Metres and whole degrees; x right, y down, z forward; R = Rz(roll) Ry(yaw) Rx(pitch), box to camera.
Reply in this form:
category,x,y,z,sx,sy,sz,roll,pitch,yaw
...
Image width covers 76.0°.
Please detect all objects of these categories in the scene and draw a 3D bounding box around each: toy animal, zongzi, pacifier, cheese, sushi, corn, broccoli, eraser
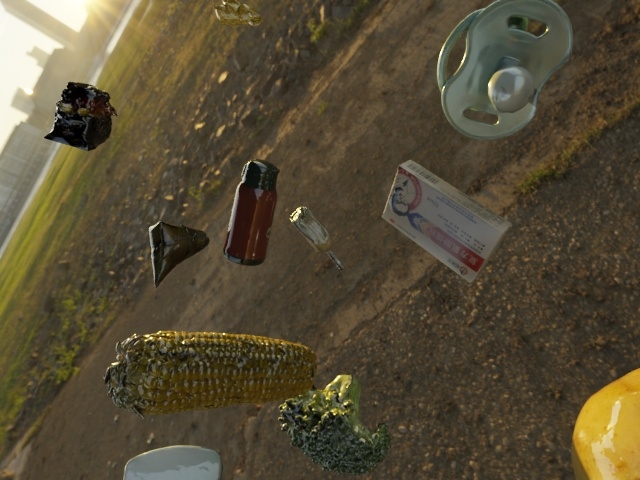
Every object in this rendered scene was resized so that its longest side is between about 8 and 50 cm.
category,x,y,z,sx,sy,sz,roll,pitch,yaw
toy animal,-0.230,-0.666,1.213,0.160,0.083,0.070,22,71,23
zongzi,-0.510,0.058,1.503,0.112,0.221,0.241,-26,67,39
pacifier,0.421,-0.385,0.964,0.269,0.289,0.343,-67,-7,-54
cheese,0.000,0.000,0.903,0.048,0.171,0.092,-40,3,-2
sushi,-0.675,-0.366,1.174,0.172,0.153,0.150,-59,-16,-61
corn,-0.146,0.190,0.610,0.115,0.318,0.115,-19,66,50
broccoli,0.032,0.555,1.207,0.324,0.334,0.272,-33,27,13
eraser,-0.342,0.540,0.919,0.290,0.189,0.104,125,141,-48

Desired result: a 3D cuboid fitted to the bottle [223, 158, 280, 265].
category,x,y,z,sx,sy,sz,roll,pitch,yaw
bottle,-0.216,-0.094,1.332,0.144,0.144,0.335,40,119,55

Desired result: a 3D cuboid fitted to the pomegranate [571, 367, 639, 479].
category,x,y,z,sx,sy,sz,roll,pitch,yaw
pomegranate,0.406,0.266,0.435,0.264,0.264,0.264,-31,46,37

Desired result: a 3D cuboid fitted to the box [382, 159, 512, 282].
category,x,y,z,sx,sy,sz,roll,pitch,yaw
box,0.357,-0.060,1.222,0.353,0.069,0.214,41,142,27
